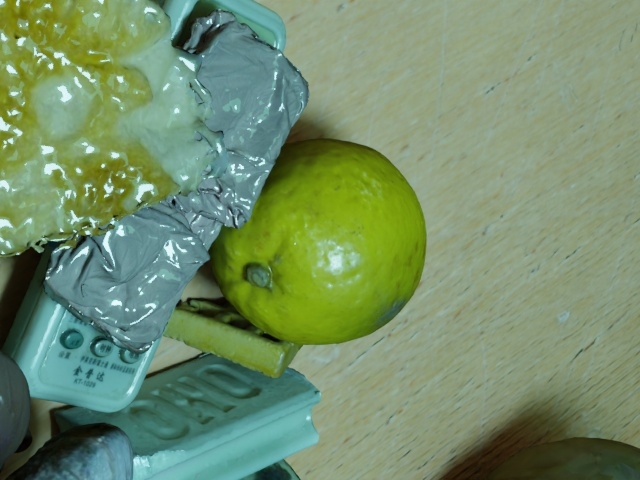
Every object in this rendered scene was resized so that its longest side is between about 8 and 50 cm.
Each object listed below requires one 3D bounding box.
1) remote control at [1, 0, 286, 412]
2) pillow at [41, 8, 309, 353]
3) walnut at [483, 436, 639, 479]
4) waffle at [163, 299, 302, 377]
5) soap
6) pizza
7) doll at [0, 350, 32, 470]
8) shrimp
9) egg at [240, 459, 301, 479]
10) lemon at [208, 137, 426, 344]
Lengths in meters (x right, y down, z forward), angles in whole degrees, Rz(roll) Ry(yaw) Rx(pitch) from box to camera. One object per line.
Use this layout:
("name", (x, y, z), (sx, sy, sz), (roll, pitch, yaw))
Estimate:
("remote control", (-0.136, -0.035, 1.271), (0.128, 0.065, 0.335), (21, 93, -49))
("pillow", (-0.097, -0.041, 1.222), (0.135, 0.049, 0.248), (42, 74, -45))
("walnut", (0.284, 0.385, 1.724), (0.383, 0.383, 0.384), (-25, 127, -38))
("waffle", (-0.064, 0.063, 1.449), (0.191, 0.125, 0.032), (-51, 158, -74))
("soap", (-0.107, 0.152, 1.365), (0.198, 0.114, 0.063), (-21, 123, -42))
("pizza", (-0.285, -0.144, 0.971), (0.435, 0.080, 0.392), (-25, 109, -32))
("doll", (-0.283, 0.114, 1.161), (0.145, 0.096, 0.188), (-38, 130, 6))
("shrimp", (-0.253, 0.268, 1.224), (0.116, 0.145, 0.343), (39, 97, -12))
("egg", (-0.075, 0.285, 1.423), (0.177, 0.177, 0.228), (20, 81, -51))
("lemon", (0.000, 0.000, 1.366), (0.207, 0.170, 0.170), (-16, 121, -58))
